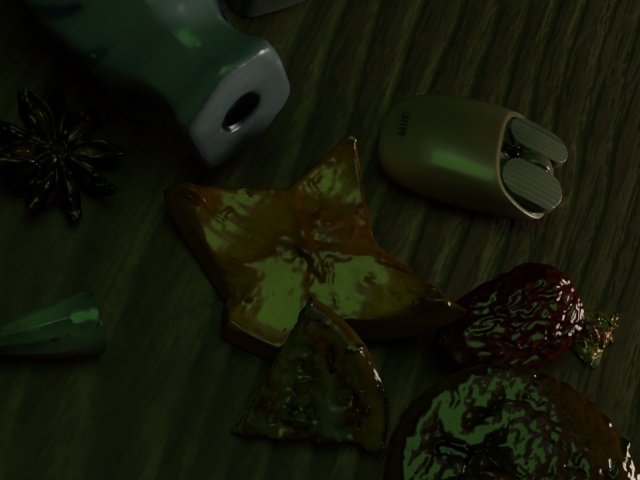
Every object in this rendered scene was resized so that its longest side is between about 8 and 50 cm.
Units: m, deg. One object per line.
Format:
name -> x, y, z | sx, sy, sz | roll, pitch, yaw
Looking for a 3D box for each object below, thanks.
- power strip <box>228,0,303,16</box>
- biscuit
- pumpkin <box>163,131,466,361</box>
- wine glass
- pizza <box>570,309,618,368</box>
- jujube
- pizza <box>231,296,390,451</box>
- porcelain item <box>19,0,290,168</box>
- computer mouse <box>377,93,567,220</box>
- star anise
power strip -> -0.140, -0.406, 2.067 | 0.194, 0.059, 0.265 | -21, 66, -24
biscuit -> 0.210, 0.268, 1.685 | 0.296, 0.075, 0.296 | 3, 69, -7
pumpkin -> -0.012, 0.022, 1.800 | 0.258, 0.095, 0.290 | -21, 63, -10
wine glass -> -0.316, 0.105, 1.702 | 0.155, 0.073, 0.073 | -13, 62, -15
pizza -> 0.324, 0.114, 1.861 | 0.083, 0.025, 0.078 | -2, 57, -15
jujube -> 0.216, 0.098, 1.802 | 0.176, 0.109, 0.112 | -26, 43, -14
pizza -> -0.020, 0.161, 1.713 | 0.176, 0.036, 0.184 | -16, 94, -8
porcelain item -> -0.233, -0.272, 1.860 | 0.405, 0.242, 0.178 | 40, 82, 19
computer mouse -> 0.189, -0.107, 1.939 | 0.236, 0.082, 0.145 | 17, 56, -1
star anise -> -0.342, -0.102, 1.815 | 0.234, 0.073, 0.177 | 4, 64, -30
